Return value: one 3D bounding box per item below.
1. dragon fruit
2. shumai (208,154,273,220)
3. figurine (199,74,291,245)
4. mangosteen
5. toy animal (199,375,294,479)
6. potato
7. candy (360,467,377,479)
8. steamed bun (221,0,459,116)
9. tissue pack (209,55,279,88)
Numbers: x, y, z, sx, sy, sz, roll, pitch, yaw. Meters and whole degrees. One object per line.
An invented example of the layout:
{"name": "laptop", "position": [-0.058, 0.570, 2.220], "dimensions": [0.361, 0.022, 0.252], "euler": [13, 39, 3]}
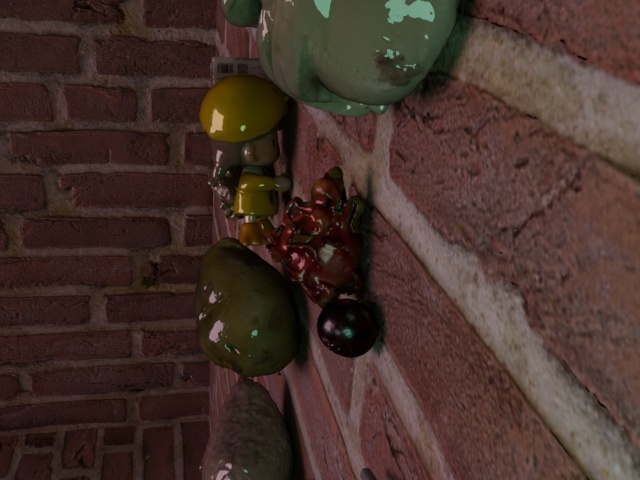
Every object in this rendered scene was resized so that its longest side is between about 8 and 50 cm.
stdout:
{"name": "dragon fruit", "position": [0.000, 0.000, 0.967], "dimensions": [0.133, 0.150, 0.208], "euler": [33, 121, 39]}
{"name": "shumai", "position": [-0.189, -0.117, 1.686], "dimensions": [0.209, 0.161, 0.153], "euler": [58, 148, 32]}
{"name": "figurine", "position": [-0.143, -0.165, 1.468], "dimensions": [0.215, 0.187, 0.344], "euler": [-100, 4, -83]}
{"name": "mangosteen", "position": [0.036, 0.109, 0.916], "dimensions": [0.081, 0.080, 0.081], "euler": [179, 90, -77]}
{"name": "toy animal", "position": [-0.151, 0.472, 1.475], "dimensions": [0.358, 0.188, 0.227], "euler": [-88, 13, -52]}
{"name": "potato", "position": [-0.159, 0.127, 1.442], "dimensions": [0.218, 0.202, 0.351], "euler": [56, -174, -47]}
{"name": "candy", "position": [0.078, 0.287, 0.711], "dimensions": [0.365, 0.124, 0.124], "euler": [156, 112, -83]}
{"name": "steamed bun", "position": [-0.008, -0.296, 0.750], "dimensions": [0.309, 0.219, 0.324], "euler": [169, 100, -77]}
{"name": "tissue pack", "position": [-0.169, -0.346, 1.593], "dimensions": [0.099, 0.148, 0.106], "euler": [-175, 85, -77]}
